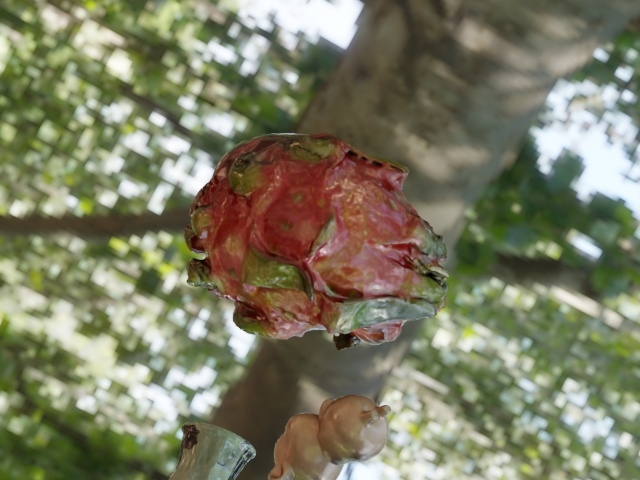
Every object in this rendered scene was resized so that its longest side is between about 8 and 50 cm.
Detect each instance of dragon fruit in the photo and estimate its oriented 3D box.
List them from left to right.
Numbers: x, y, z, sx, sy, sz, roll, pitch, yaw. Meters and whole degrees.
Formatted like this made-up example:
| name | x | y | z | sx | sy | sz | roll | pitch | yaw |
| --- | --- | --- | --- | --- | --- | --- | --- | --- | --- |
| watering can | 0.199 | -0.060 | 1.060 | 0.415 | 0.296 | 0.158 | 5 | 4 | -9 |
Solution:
| name | x | y | z | sx | sy | sz | roll | pitch | yaw |
| --- | --- | --- | --- | --- | --- | --- | --- | --- | --- |
| dragon fruit | 0.000 | 0.003 | 2.036 | 0.237 | 0.302 | 0.231 | 96 | 6 | -70 |

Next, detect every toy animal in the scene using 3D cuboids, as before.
| name | x | y | z | sx | sy | sz | roll | pitch | yaw |
| --- | --- | --- | --- | --- | --- | --- | --- | --- | --- |
| toy animal | 0.010 | 0.196 | 1.772 | 0.150 | 0.083 | 0.089 | -42 | -152 | 32 |

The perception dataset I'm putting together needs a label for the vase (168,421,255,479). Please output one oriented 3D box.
| name | x | y | z | sx | sy | sz | roll | pitch | yaw |
| --- | --- | --- | --- | --- | --- | --- | --- | --- | --- |
| vase | -0.205 | 0.439 | 2.567 | 0.165 | 0.165 | 0.360 | -37 | -151 | 63 |
